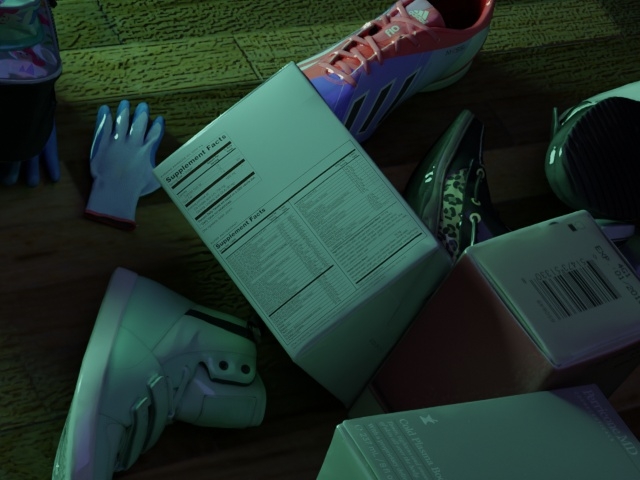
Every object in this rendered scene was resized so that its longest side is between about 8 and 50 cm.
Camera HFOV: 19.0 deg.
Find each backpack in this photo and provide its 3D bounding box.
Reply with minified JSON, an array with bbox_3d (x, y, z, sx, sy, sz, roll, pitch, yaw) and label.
[{"bbox_3d":[-0.334,-0.198,1.606,0.225,0.191,0.253,0,41,-15],"label":"backpack"}]

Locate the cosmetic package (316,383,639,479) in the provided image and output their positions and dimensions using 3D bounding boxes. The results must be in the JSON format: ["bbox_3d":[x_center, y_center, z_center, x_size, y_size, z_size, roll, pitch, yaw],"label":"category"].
[{"bbox_3d":[0.125,0.191,1.390,0.238,0.107,0.127,-9,46,-31],"label":"cosmetic package"}]

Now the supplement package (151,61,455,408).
[{"bbox_3d":[0.000,0.000,1.572,0.149,0.194,0.203,-38,69,0],"label":"supplement package"}]

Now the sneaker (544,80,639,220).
[{"bbox_3d":[0.277,-0.083,1.876,0.330,0.146,0.122,-25,97,-55],"label":"sneaker"}]

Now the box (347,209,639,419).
[{"bbox_3d":[0.151,0.105,1.562,0.149,0.232,0.127,-17,61,-39],"label":"box"}]

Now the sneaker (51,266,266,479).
[{"bbox_3d":[-0.117,0.132,1.483,0.151,0.094,0.256,18,42,-6],"label":"sneaker"}]

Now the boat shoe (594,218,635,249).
[{"bbox_3d":[0.244,0.006,1.751,0.049,0.040,0.142,11,13,34],"label":"boat shoe"}]

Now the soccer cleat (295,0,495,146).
[{"bbox_3d":[0.060,-0.178,1.854,0.108,0.116,0.318,45,44,14],"label":"soccer cleat"}]

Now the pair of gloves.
[{"bbox_3d":[-0.215,-0.086,1.687,0.198,0.023,0.159,19,45,-12],"label":"pair of gloves"}]

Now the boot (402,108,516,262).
[{"bbox_3d":[0.163,-0.004,1.785,0.179,0.085,0.236,30,43,-8],"label":"boot"}]

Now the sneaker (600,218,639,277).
[{"bbox_3d":[0.393,0.057,1.823,0.300,0.121,0.111,31,43,1],"label":"sneaker"}]
